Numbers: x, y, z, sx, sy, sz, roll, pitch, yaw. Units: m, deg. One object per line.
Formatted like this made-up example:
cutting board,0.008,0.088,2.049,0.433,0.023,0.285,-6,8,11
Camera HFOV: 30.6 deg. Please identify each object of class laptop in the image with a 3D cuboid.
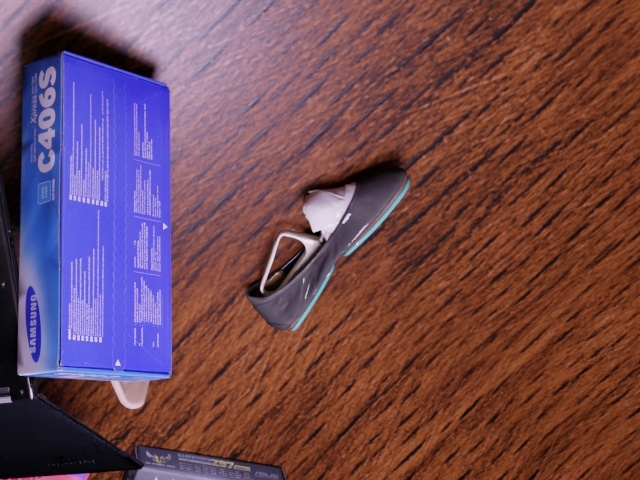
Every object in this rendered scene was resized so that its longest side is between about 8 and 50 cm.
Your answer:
laptop,-0.463,0.127,1.424,0.382,0.236,0.408,-7,94,17

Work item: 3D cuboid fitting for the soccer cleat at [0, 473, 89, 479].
soccer cleat,-0.437,0.355,1.613,0.248,0.083,0.095,-28,117,3

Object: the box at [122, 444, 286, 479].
box,-0.185,0.404,1.718,0.232,0.059,0.183,12,114,-20

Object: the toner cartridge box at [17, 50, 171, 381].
toner cartridge box,-0.250,-0.020,1.311,0.165,0.075,0.348,12,72,-50

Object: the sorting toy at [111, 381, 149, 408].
sorting toy,-0.262,0.077,1.447,0.038,0.193,0.208,-15,121,12

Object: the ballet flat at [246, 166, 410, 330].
ballet flat,0.000,0.000,1.536,0.096,0.095,0.280,34,105,-16
